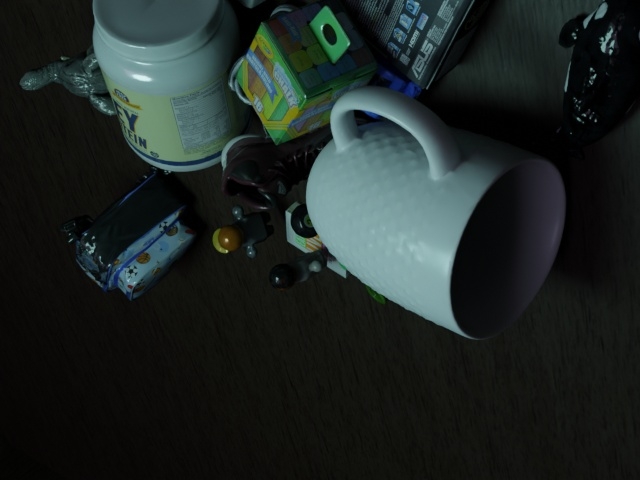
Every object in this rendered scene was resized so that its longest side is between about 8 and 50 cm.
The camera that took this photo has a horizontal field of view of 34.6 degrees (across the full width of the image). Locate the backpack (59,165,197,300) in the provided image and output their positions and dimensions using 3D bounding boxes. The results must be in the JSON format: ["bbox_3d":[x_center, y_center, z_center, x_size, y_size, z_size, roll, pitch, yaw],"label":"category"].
[{"bbox_3d":[-0.401,0.000,2.203,0.213,0.276,0.263,54,158,-2],"label":"backpack"}]

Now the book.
[{"bbox_3d":[0.000,0.000,1.938,0.144,0.035,0.096,31,144,23],"label":"book"}]

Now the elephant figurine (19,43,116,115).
[{"bbox_3d":[-0.399,-0.313,1.913,0.169,0.239,0.186,55,144,-5],"label":"elephant figurine"}]

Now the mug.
[{"bbox_3d":[0.135,-0.072,1.494,0.328,0.276,0.374,25,153,39],"label":"mug"}]

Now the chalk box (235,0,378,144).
[{"bbox_3d":[-0.016,-0.253,1.478,0.132,0.132,0.213,60,156,9],"label":"chalk box"}]

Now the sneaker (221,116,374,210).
[{"bbox_3d":[-0.031,-0.109,1.668,0.281,0.162,0.106,-9,125,12],"label":"sneaker"}]

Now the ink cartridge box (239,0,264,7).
[{"bbox_3d":[-0.113,-0.473,1.601,0.127,0.072,0.175,42,144,13],"label":"ink cartridge box"}]

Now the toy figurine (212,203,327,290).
[{"bbox_3d":[-0.071,-0.030,1.840,0.213,0.148,0.209,38,122,18],"label":"toy figurine"}]

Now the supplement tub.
[{"bbox_3d":[-0.243,-0.291,1.710,0.235,0.235,0.325,35,158,21],"label":"supplement tub"}]

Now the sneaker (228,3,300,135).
[{"bbox_3d":[-0.086,-0.246,1.695,0.101,0.153,0.268,24,137,16],"label":"sneaker"}]

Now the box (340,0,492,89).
[{"bbox_3d":[0.114,-0.439,1.364,0.318,0.097,0.395,40,144,11],"label":"box"}]

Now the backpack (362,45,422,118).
[{"bbox_3d":[0.100,-0.239,1.556,0.101,0.098,0.120,35,143,-6],"label":"backpack"}]

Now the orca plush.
[{"bbox_3d":[0.337,-0.196,1.328,0.151,0.102,0.287,46,145,7],"label":"orca plush"}]

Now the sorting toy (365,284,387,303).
[{"bbox_3d":[0.104,0.068,1.880,0.061,0.042,0.102,22,150,57],"label":"sorting toy"}]
